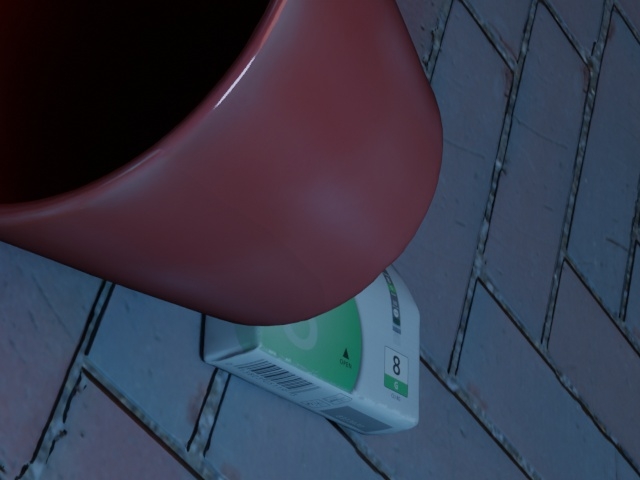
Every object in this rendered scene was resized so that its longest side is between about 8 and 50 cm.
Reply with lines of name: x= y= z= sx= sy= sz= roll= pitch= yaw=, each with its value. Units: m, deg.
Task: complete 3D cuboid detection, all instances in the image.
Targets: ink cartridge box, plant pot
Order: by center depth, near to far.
plant pot: x=-0.069 y=-0.086 z=0.948 sx=0.243 sy=0.275 sz=0.275 roll=43 pitch=44 yaw=-53
ink cartridge box: x=0.000 y=0.000 z=1.175 sx=0.181 sy=0.056 sz=0.225 roll=30 pitch=56 yaw=-47
